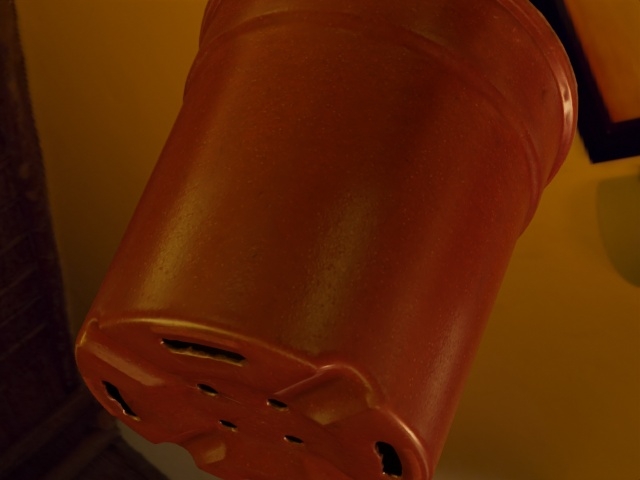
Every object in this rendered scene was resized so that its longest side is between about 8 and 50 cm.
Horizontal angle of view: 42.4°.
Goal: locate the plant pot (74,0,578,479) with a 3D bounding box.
[{"bbox_3d":[0.000,0.000,0.509,0.272,0.272,0.265,44,-130,-27],"label":"plant pot"}]
